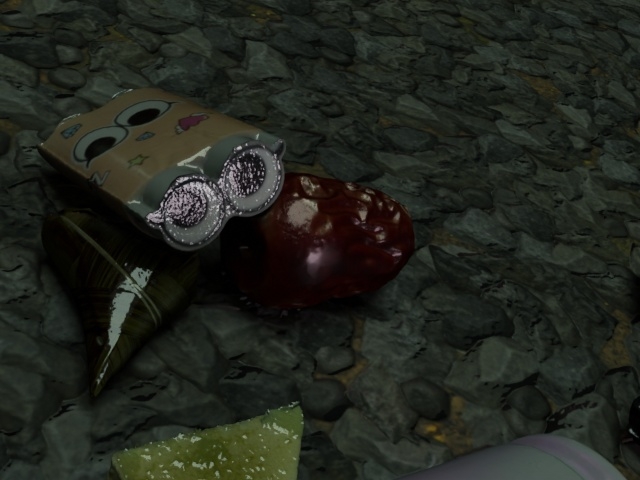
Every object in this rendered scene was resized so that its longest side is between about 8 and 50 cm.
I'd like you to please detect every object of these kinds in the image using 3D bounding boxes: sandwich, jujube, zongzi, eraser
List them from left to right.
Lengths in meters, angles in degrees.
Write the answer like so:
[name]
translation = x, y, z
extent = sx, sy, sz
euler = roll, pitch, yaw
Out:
[zongzi]
translation = -0.243, 0.053, 0.886
extent = 0.187, 0.084, 0.184
euler = 24, 48, 15
[eraser]
translation = -0.178, -0.088, 0.968
extent = 0.171, 0.087, 0.290
euler = -34, 36, -23
[sandwich]
translation = -0.067, 0.234, 0.758
extent = 0.192, 0.058, 0.162
euler = -10, 49, -35
[jujube]
translation = 0.000, 0.000, 1.000
extent = 0.230, 0.155, 0.155
euler = 3, 40, -36

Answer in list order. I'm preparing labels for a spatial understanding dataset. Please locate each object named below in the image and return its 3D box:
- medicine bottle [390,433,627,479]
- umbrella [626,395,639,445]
[medicine bottle]
translation = 0.083, 0.275, 0.654
extent = 0.315, 0.202, 0.202
euler = -8, 46, -31
[umbrella]
translation = 0.485, 0.177, 1.046
extent = 0.326, 0.090, 0.094
euler = -11, 45, -34
